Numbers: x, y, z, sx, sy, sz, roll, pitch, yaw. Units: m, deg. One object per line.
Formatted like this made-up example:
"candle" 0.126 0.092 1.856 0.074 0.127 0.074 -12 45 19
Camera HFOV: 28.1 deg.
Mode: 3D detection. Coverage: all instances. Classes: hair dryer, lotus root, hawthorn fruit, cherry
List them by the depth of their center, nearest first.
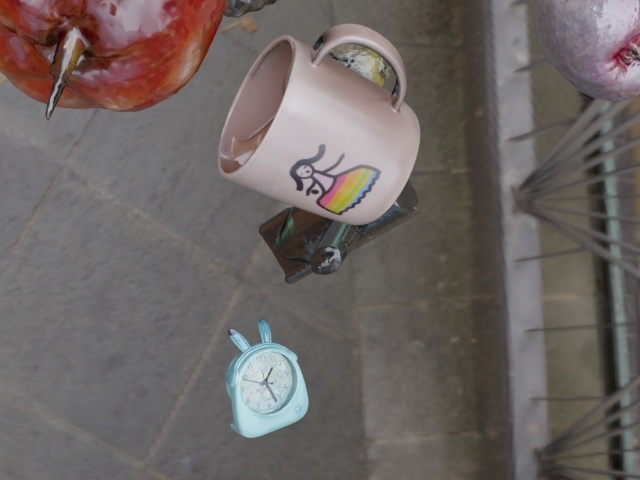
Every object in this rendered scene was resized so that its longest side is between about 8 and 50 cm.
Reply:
"hawthorn fruit" -0.200 -0.207 1.050 0.254 0.254 0.300 24 52 -20
"lotus root" 0.023 -0.246 1.856 0.165 0.088 0.088 7 78 18
"hair dryer" 0.000 0.000 1.901 0.116 0.244 0.302 55 23 -8
"cherry" 0.421 -0.312 1.901 0.183 0.266 0.213 -44 130 -13

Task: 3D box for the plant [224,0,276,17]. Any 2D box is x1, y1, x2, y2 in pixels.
"plant" -0.147 -0.451 1.749 0.188 0.199 0.276 -66 148 -55

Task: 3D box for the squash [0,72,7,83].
"squash" -0.412 -0.233 1.537 0.123 0.170 0.170 41 69 -8

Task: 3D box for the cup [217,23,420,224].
"cup" 0.019 -0.150 1.587 0.200 0.253 0.191 23 34 -22

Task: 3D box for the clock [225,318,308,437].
"clock" -0.078 0.180 1.697 0.108 0.045 0.147 -18 104 -29
